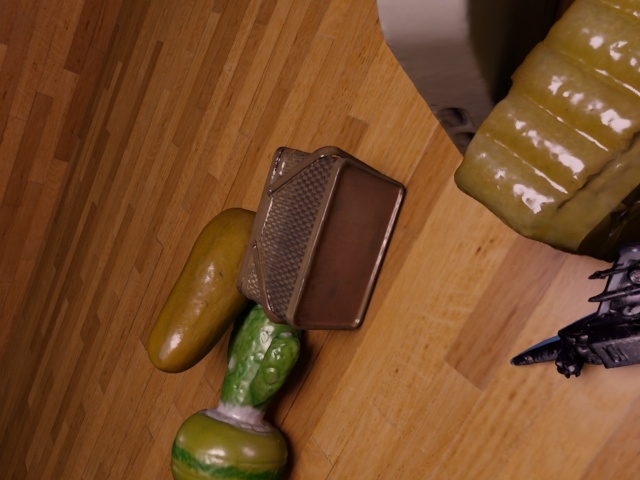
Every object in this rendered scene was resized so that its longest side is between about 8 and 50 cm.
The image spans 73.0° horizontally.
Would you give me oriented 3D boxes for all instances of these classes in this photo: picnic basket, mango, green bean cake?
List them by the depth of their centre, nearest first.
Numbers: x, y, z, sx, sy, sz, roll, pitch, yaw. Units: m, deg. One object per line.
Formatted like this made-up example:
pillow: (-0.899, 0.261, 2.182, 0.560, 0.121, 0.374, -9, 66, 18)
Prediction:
green bean cake: (0.264, -0.092, 0.381, 0.233, 0.236, 0.124, -55, 52, 23)
picnic basket: (0.000, 0.000, 0.657, 0.139, 0.165, 0.266, 21, 96, 43)
mango: (-0.195, 0.081, 0.785, 0.331, 0.142, 0.195, -61, 9, -23)

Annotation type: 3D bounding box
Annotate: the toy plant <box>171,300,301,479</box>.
toy plant: (-0.120, 0.246, 0.723, 0.224, 0.185, 0.315, -14, 60, 60)

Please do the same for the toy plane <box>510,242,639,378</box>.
toy plane: (0.287, 0.095, 0.417, 0.169, 0.078, 0.246, 51, 130, -2)

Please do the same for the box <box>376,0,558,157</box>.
box: (0.177, -0.292, 0.417, 0.091, 0.373, 0.367, 15, 90, 29)
